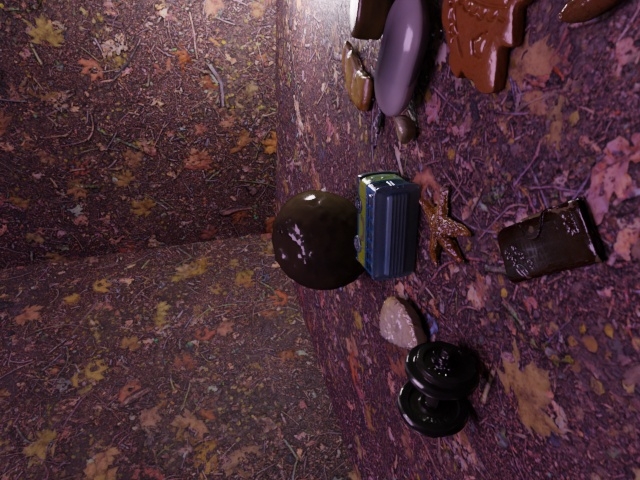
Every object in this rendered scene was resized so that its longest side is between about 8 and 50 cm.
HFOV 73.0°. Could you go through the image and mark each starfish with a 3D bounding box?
[{"bbox_3d":[0.326,-0.026,1.161,0.227,0.043,0.240,-117,21,-54],"label":"starfish"}]

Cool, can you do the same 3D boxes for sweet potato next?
[{"bbox_3d":[0.427,-0.361,0.590,0.214,0.050,0.050,174,88,-71],"label":"sweet potato"}]

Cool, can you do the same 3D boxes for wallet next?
[{"bbox_3d":[0.423,0.007,0.827,0.232,0.031,0.121,130,129,-71],"label":"wallet"}]

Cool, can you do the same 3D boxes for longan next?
[{"bbox_3d":[-0.006,-0.007,1.753,0.436,0.404,0.403,-132,37,-71],"label":"longan"}]

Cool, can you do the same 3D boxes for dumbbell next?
[{"bbox_3d":[0.309,0.392,1.148,0.192,0.192,0.289,-120,26,-54],"label":"dumbbell"}]

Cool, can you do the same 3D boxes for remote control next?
[{"bbox_3d":[0.217,-0.502,1.181,0.332,0.104,0.221,99,165,-48],"label":"remote control"}]

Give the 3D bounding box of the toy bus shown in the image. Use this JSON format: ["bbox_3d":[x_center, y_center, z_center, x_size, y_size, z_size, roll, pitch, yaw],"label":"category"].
[{"bbox_3d":[0.206,-0.050,1.379,0.190,0.152,0.312,-125,30,-61],"label":"toy bus"}]

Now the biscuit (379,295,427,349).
[{"bbox_3d":[0.263,0.277,1.468,0.281,0.084,0.179,154,107,-75],"label":"biscuit"}]

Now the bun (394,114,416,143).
[{"bbox_3d":[0.248,-0.326,1.254,0.086,0.055,0.086,-17,-90,-82],"label":"bun"}]

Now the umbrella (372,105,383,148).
[{"bbox_3d":[0.199,-0.439,1.440,0.044,0.044,0.269,-46,-33,-60],"label":"umbrella"}]

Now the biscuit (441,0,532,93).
[{"bbox_3d":[0.336,-0.469,0.873,0.306,0.043,0.283,108,151,-59],"label":"biscuit"}]

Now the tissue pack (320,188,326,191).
[{"bbox_3d":[0.020,-0.211,2.233,0.056,0.023,0.108,167,95,-75],"label":"tissue pack"}]

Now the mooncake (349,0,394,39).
[{"bbox_3d":[0.152,-0.696,1.254,0.235,0.117,0.234,-177,90,-82],"label":"mooncake"}]

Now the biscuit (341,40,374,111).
[{"bbox_3d":[0.129,-0.591,1.587,0.154,0.045,0.299,99,158,-51],"label":"biscuit"}]
